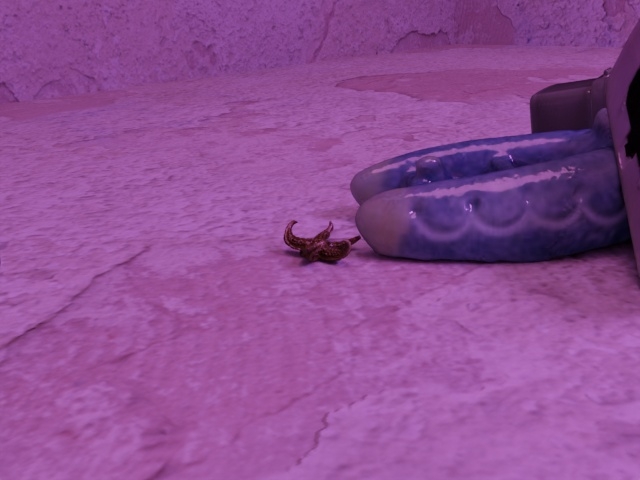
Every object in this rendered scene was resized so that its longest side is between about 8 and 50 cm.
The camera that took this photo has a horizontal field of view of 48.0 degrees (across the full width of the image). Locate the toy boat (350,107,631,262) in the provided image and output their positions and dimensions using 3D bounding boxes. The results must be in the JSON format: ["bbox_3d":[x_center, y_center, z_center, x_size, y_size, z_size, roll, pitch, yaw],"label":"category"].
[{"bbox_3d":[0.194,-0.069,0.746,0.330,0.123,0.215,-3,18,3],"label":"toy boat"}]

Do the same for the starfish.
[{"bbox_3d":[0.000,0.000,0.713,0.078,0.028,0.091,6,17,8],"label":"starfish"}]

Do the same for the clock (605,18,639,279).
[{"bbox_3d":[0.429,-0.083,0.601,0.309,0.166,0.235,6,57,-2],"label":"clock"}]

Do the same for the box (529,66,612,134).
[{"bbox_3d":[0.351,-0.144,0.912,0.129,0.148,0.210,-1,15,31],"label":"box"}]
